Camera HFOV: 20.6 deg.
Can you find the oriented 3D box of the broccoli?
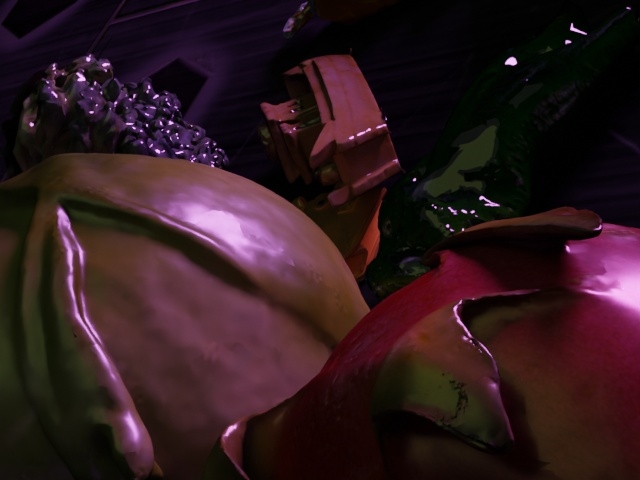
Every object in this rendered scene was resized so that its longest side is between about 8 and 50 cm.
[{"bbox_3d":[-0.167,0.043,1.046,0.304,0.165,0.145,-55,30,7],"label":"broccoli"}]

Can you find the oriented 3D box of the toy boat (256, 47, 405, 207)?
[{"bbox_3d":[0.000,-0.066,1.032,0.072,0.064,0.206,-21,18,2],"label":"toy boat"}]

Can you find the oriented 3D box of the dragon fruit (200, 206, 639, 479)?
[{"bbox_3d":[0.091,0.095,0.604,0.224,0.224,0.227,-52,16,-18],"label":"dragon fruit"}]

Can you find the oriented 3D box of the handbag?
[{"bbox_3d":[0.000,0.000,1.013,0.083,0.027,0.061,-10,40,37],"label":"handbag"}]

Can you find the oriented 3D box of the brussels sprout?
[{"bbox_3d":[-0.103,0.079,0.787,0.259,0.294,0.227,-12,68,41],"label":"brussels sprout"}]

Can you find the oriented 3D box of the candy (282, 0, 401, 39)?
[{"bbox_3d":[0.041,-0.183,1.180,0.182,0.046,0.053,-25,32,29],"label":"candy"}]

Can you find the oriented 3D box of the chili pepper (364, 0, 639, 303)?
[{"bbox_3d":[0.095,-0.052,0.938,0.098,0.061,0.224,-5,47,55],"label":"chili pepper"}]
